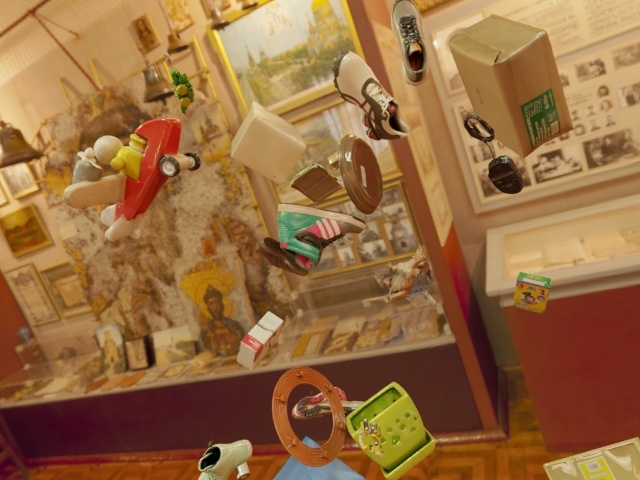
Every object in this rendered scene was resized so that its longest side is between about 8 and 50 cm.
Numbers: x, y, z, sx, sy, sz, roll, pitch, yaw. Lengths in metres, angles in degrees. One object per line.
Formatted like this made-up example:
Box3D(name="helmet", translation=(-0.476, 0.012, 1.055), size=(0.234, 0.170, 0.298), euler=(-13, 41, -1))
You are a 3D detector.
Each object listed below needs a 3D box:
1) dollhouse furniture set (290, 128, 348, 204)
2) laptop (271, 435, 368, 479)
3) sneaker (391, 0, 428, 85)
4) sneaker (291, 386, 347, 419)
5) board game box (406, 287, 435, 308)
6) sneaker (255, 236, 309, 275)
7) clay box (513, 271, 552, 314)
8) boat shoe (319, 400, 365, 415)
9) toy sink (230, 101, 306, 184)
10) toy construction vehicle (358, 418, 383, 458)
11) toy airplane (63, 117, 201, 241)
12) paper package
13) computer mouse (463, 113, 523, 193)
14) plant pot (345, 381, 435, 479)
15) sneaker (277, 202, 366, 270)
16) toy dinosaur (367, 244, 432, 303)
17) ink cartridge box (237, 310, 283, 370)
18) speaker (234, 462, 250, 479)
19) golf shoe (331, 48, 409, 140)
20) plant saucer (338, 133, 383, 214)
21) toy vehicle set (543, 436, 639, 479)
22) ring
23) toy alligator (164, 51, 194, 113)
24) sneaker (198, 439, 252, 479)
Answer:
Box3D(name="dollhouse furniture set", translation=(0.031, -0.314, 1.951), size=(0.301, 0.197, 0.151), euler=(-32, 48, 22))
Box3D(name="laptop", translation=(-0.023, 0.956, 1.723), size=(0.381, 0.236, 0.408), euler=(26, -10, 24))
Box3D(name="sneaker", translation=(0.292, -0.638, 1.455), size=(0.100, 0.272, 0.108), euler=(-14, 5, 7))
Box3D(name="sneaker", translation=(-0.003, 0.799, 2.250), size=(0.299, 0.121, 0.112), euler=(0, -32, -31))
Box3D(name="board game box", translation=(0.393, 0.230, 1.817), size=(0.090, 0.090, 0.020), euler=(-21, 35, 40))
Box3D(name="sneaker", translation=(-0.122, 0.058, 1.469), size=(0.071, 0.188, 0.066), euler=(-37, 22, 43))
Box3D(name="clay box", translation=(0.887, 0.231, 1.929), size=(0.127, 0.222, 0.053), euler=(13, 51, 28))
Box3D(name="boat shoe", translation=(0.087, 0.671, 1.813), size=(0.206, 0.065, 0.075), euler=(-8, -8, 27))
Box3D(name="toy sink", translation=(-0.147, -0.264, 1.238), size=(0.131, 0.152, 0.234), euler=(-55, 22, 17))
Box3D(name="toy construction vehicle", translation=(0.129, 0.517, 1.204), size=(0.035, 0.086, 0.098), euler=(-27, 32, 15))
Box3D(name="toy airplane", translation=(-0.578, -0.191, 1.392), size=(0.384, 0.272, 0.386), euler=(-48, 1, -21))
Box3D(name="paper package", translation=(0.551, -0.456, 1.347), size=(0.168, 0.325, 0.309), euler=(-30, 33, 9))
Box3D(name="computer mouse", translation=(0.438, -0.217, 1.155), size=(0.071, 0.242, 0.041), euler=(-18, 24, 47))
Box3D(name="plant pot", translation=(0.239, 0.638, 1.534), size=(0.228, 0.207, 0.227), euler=(-36, -5, -5))
Box3D(name="sneaker", translation=(0.000, 0.000, 1.322), size=(0.295, 0.179, 0.123), euler=(9, 1, -33))
Box3D(name="toy dinosaur", translation=(0.322, 0.159, 1.767), size=(0.296, 0.127, 0.200), euler=(-52, -33, 14))
Box3D(name="ink cartridge box", translation=(-0.168, 0.281, 1.287), size=(0.056, 0.099, 0.135), euler=(29, 42, 14))
Box3D(name="speaker", translation=(-0.340, 0.921, 1.915), size=(0.055, 0.055, 0.136), euler=(-23, 49, -12))
Box3D(name="golf shoe", translation=(0.134, -0.360, 1.141), size=(0.120, 0.273, 0.105), euler=(26, 76, 48))
Box3D(name="plant saucer", translation=(0.145, -0.226, 1.543), size=(0.041, 0.278, 0.278), euler=(-13, 13, 30))
Box3D(name="toy vehicle set", translation=(0.755, 0.646, 1.218), size=(0.035, 0.166, 0.267), euler=(11, -40, -40))
Box3D(name="ring", translation=(-0.027, 0.604, 1.601), size=(0.032, 0.337, 0.336), euler=(-37, -1, 35))
Box3D(name="toy alligator", translation=(-0.391, -0.446, 1.297), size=(0.051, 0.190, 0.056), euler=(-25, 53, -19))
Box3D(name="sneaker", translation=(-0.352, 0.721, 1.459), size=(0.256, 0.094, 0.151), euler=(-48, -40, 15))
